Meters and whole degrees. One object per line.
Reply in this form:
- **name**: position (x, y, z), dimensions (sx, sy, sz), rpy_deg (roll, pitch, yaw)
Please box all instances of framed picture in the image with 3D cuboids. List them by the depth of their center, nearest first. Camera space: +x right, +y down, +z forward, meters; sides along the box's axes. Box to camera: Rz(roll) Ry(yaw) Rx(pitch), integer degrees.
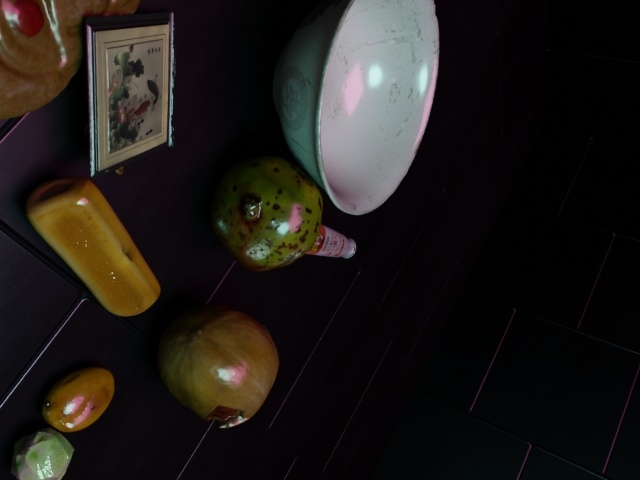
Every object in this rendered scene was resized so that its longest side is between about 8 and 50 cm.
- **framed picture**: position (-0.243, -0.196, 0.767), dimensions (0.195, 0.010, 0.200), rpy_deg (-55, 156, -62)

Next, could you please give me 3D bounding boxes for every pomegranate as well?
- **pomegranate**: position (-0.101, -0.052, 1.026), dimensions (0.198, 0.246, 0.199), rpy_deg (-5, 105, -19)

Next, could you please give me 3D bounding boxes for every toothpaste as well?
- **toothpaste**: position (0.000, 0.000, 1.339), dimensions (0.234, 0.057, 0.090), rpy_deg (16, 95, -53)

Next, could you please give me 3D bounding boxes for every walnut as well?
- **walnut**: position (-0.172, 0.218, 1.032), dimensions (0.203, 0.202, 0.298), rpy_deg (-61, 166, -17)

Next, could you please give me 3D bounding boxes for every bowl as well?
- **bowl**: position (0.040, -0.281, 1.075), dimensions (0.434, 0.195, 0.435), rpy_deg (-39, 139, -44)

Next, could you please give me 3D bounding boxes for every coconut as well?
- **coconut**: position (-0.394, 0.306, 0.821), dimensions (0.082, 0.081, 0.083), rpy_deg (-48, -174, 40)

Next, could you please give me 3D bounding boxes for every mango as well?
- **mango**: position (-0.353, 0.230, 0.858), dimensions (0.114, 0.060, 0.080), rpy_deg (-22, 110, -51)

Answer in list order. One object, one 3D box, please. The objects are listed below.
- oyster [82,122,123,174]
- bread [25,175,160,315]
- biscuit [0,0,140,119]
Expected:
- **oyster**: position (-0.280, -0.131, 0.790), dimensions (0.051, 0.034, 0.093), rpy_deg (-54, 152, -13)
- **bread**: position (-0.301, 0.012, 0.792), dimensions (0.092, 0.074, 0.239), rpy_deg (-23, 138, -6)
- **biscuit**: position (-0.311, -0.313, 0.583), dimensions (0.350, 0.070, 0.395), rpy_deg (0, 107, -60)
